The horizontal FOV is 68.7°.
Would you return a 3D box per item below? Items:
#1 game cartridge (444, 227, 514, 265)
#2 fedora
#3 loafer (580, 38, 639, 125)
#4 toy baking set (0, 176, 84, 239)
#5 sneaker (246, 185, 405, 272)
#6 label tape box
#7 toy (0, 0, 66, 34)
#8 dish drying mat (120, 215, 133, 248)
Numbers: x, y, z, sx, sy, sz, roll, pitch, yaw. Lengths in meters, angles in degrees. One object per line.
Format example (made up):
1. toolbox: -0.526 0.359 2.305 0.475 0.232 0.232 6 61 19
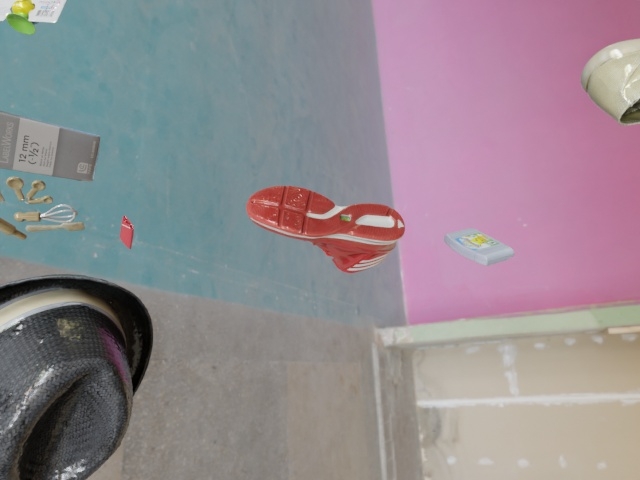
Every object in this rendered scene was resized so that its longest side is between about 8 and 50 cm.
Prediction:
1. game cartridge: 0.209 0.007 0.630 0.083 0.056 0.017 40 -39 53
2. fedora: -0.346 0.213 0.596 0.334 0.153 0.333 -22 129 -30
3. loafer: 0.435 -0.170 0.506 0.102 0.269 0.091 51 39 -60
4. toy baking set: -0.751 -0.068 1.205 0.256 0.197 0.030 59 11 -53
5. sneaker: 0.000 0.000 0.685 0.128 0.222 0.086 103 -1 -53
6. label tape box: -0.669 -0.207 0.920 0.348 0.249 0.115 1 103 -59
7. toy: -0.475 -0.448 0.819 0.056 0.137 0.237 85 11 -61
8. dish drying mat: -0.351 -0.013 0.848 0.032 0.083 0.008 49 53 5
